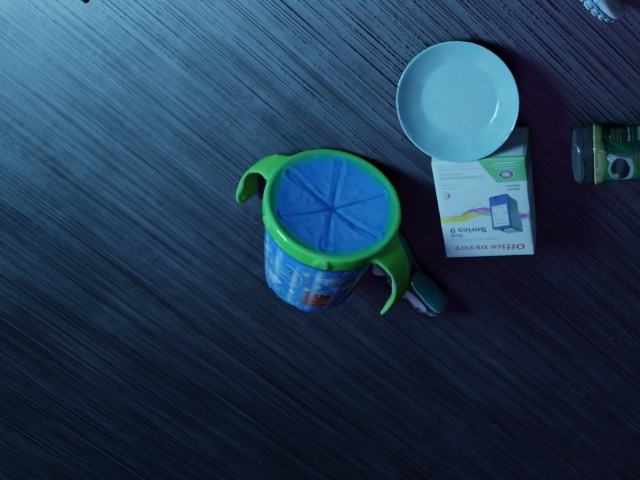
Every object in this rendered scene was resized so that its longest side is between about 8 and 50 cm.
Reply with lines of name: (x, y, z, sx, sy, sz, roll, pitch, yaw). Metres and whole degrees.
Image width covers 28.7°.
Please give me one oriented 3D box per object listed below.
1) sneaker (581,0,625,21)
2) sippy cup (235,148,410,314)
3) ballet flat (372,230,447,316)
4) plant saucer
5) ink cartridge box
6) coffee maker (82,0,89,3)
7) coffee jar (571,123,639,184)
sneaker: (0.391, -0.395, 1.795, 0.083, 0.071, 0.191, -33, 118, 28)
sippy cup: (0.000, 0.000, 2.146, 0.240, 0.305, 0.224, -7, 148, -19)
ballet flat: (0.145, 0.060, 2.262, 0.079, 0.077, 0.221, -8, 132, 44)
plant saucer: (0.218, -0.221, 1.981, 0.195, 0.037, 0.194, 4, 109, 13)
ink cartridge box: (0.276, -0.078, 2.088, 0.154, 0.093, 0.212, -1, 133, 13)
coffee maker: (-0.248, -0.414, 1.856, 0.178, 0.171, 0.120, 11, 176, 5)
coffee jar: (0.493, -0.139, 1.992, 0.184, 0.079, 0.096, -1, 134, 12)
